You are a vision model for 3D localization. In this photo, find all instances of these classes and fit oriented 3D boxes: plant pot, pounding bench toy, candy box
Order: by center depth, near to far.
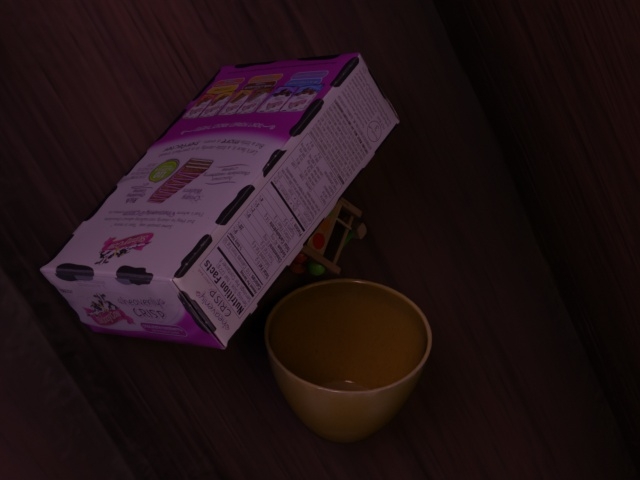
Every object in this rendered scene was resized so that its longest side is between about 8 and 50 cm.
[{"bbox_3d":[-0.070,-0.033,0.980,0.233,0.159,0.071,-51,124,-28],"label":"candy box"},{"bbox_3d":[0.020,0.110,1.112,0.134,0.134,0.095,-36,143,-37],"label":"plant pot"},{"bbox_3d":[0.000,0.000,1.124,0.083,0.052,0.065,33,70,-40],"label":"pounding bench toy"}]
